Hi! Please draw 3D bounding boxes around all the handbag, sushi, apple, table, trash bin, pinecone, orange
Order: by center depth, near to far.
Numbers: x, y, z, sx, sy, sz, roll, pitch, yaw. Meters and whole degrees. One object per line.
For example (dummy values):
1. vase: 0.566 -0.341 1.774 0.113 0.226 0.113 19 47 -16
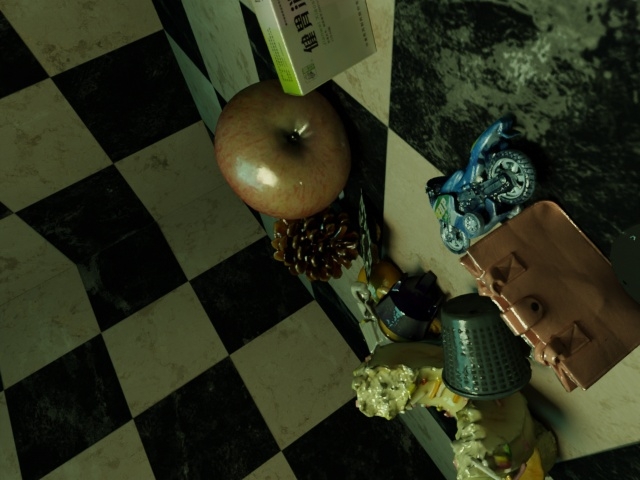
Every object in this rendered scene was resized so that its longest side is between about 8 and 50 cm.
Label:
1. table: 0.381 0.028 0.433 0.133 0.043 0.133 53 165 21
2. handbag: 0.304 0.066 0.544 0.213 0.157 0.059 55 166 17
3. trash bin: 0.314 0.194 0.827 0.175 0.175 0.161 -161 55 -70
4. apple: -0.082 -0.221 1.000 0.269 0.344 0.345 -23 99 55
5. sushi: 0.139 -0.004 1.139 0.193 0.040 0.210 88 177 -54
6. orange: 0.176 0.132 1.225 0.156 0.124 0.156 51 160 26
7. pinecone: -0.004 0.009 1.235 0.264 0.264 0.264 53 166 20

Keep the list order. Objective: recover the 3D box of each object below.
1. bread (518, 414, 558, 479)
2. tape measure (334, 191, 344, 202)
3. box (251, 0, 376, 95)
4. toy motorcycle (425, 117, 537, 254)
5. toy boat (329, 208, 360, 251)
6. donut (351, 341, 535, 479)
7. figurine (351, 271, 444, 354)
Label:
1. bread: 0.443 0.460 0.999 0.245 0.121 0.174 39 157 60
2. tape measure: 0.033 -0.159 1.251 0.094 0.054 0.091 57 171 28
3. box: -0.019 -0.390 0.658 0.062 0.175 0.261 30 150 47
4. toy motorcycle: 0.234 -0.076 0.647 0.136 0.092 0.254 64 160 19
5. toy boat: 0.021 -0.041 1.482 0.299 0.092 0.134 40 161 51
6. donut: 0.268 0.356 0.904 0.371 0.307 0.150 24 116 42
7. figurine: 0.217 0.204 1.084 0.309 0.308 0.143 73 -158 -46
